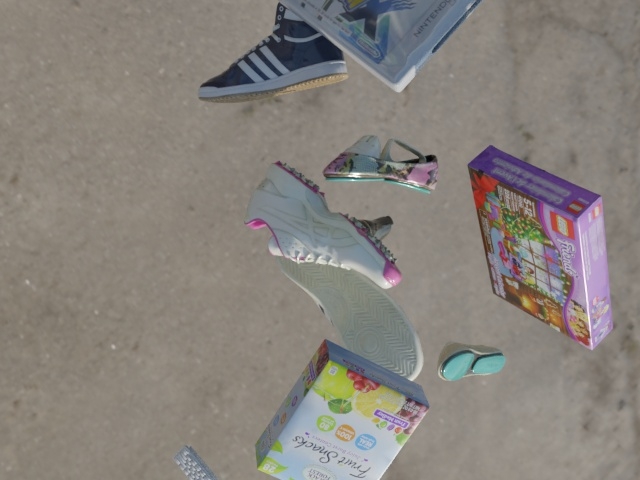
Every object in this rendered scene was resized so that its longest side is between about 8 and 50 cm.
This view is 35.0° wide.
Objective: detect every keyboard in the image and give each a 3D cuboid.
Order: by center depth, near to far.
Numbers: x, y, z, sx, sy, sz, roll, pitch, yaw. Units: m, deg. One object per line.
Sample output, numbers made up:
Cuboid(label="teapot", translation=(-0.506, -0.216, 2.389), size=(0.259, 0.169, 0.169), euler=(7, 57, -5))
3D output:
Cuboid(label="keyboard", translation=(-0.146, 0.436, 1.623), size=(0.014, 0.256, 0.072), euler=(-35, 171, -41))

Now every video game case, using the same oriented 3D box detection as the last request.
Cuboid(label="video game case", translation=(0.095, -0.429, 1.533), size=(0.300, 0.329, 0.036), euler=(-48, 160, -3))

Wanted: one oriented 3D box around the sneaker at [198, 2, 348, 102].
Cuboid(label="sneaker", translation=(-0.095, -0.336, 1.808), size=(0.099, 0.282, 0.153), euler=(-18, 99, -71))

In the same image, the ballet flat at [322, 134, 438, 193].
Cuboid(label="ballet flat", translation=(0.095, -0.120, 1.561), size=(0.221, 0.077, 0.079), euler=(4, 95, -37))

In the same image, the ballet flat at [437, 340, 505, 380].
Cuboid(label="ballet flat", translation=(0.310, 0.258, 2.217), size=(0.248, 0.086, 0.086), euler=(10, 114, -50))

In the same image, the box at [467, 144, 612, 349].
Cuboid(label="box", translation=(0.329, 0.013, 1.508), size=(0.057, 0.201, 0.293), euler=(-41, 137, -20))

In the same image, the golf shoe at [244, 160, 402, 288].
Cuboid(label="golf shoe", translation=(0.000, 0.000, 1.699), size=(0.140, 0.306, 0.115), euler=(-50, 156, 1))

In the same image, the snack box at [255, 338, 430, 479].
Cuboid(label="snack box", translation=(0.030, 0.272, 1.476), size=(0.174, 0.070, 0.207), euler=(27, 108, -16))

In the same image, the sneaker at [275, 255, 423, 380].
Cuboid(label="sneaker", translation=(0.066, 0.114, 1.862), size=(0.131, 0.350, 0.148), euler=(-40, 170, 8))

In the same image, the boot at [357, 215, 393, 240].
Cuboid(label="boot", translation=(0.053, 0.026, 1.998), size=(0.198, 0.077, 0.137), euler=(-37, 169, 31))
